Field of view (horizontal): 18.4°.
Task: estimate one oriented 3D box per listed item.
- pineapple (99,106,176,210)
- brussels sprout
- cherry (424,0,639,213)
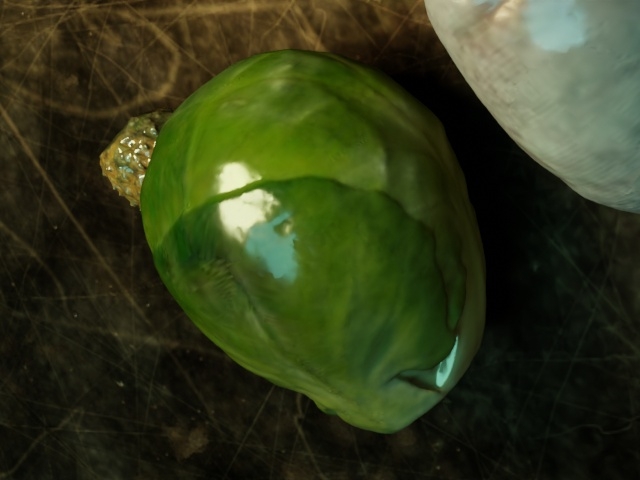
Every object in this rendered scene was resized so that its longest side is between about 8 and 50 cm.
[{"bbox_3d":[-0.130,-0.043,1.992,0.198,0.108,0.108,46,129,-3],"label":"pineapple"},{"bbox_3d":[0.000,0.001,1.807,0.289,0.281,0.355,-24,105,40],"label":"brussels sprout"},{"bbox_3d":[0.243,-0.171,1.521,0.291,0.335,0.326,-10,105,40],"label":"cherry"}]
